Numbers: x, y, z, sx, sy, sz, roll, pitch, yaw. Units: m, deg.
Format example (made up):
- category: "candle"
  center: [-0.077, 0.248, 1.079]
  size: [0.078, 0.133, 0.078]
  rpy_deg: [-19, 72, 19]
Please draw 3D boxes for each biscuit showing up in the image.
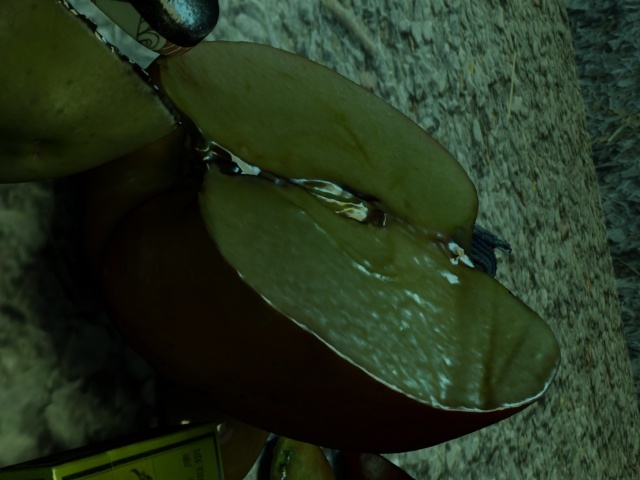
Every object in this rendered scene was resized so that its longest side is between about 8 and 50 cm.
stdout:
- category: "biscuit"
  center: [0.002, 0.280, 1.195]
  size: [0.118, 0.029, 0.247]
  rpy_deg: [-71, 147, -44]

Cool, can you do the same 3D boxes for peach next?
- category: "peach"
  center: [0.120, 0.315, 1.265]
  size: [0.068, 0.279, 0.189]
  rpy_deg: [-47, 150, -8]

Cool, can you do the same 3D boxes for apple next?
- category: "apple"
  center: [0.000, 0.000, 0.940]
  size: [0.365, 0.329, 0.295]
  rpy_deg: [16, 88, -40]

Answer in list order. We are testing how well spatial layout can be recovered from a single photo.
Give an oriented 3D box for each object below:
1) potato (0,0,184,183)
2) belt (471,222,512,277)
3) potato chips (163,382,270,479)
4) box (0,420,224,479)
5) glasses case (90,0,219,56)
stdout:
- category: "potato"
  center: [-0.192, -0.095, 0.745]
  size: [0.117, 0.182, 0.202]
  rpy_deg: [-54, 150, -8]
- category: "belt"
  center: [0.119, 0.010, 1.466]
  size: [0.122, 0.128, 0.218]
  rpy_deg: [-60, 153, 4]
- category: "potato chips"
  center: [-0.072, 0.124, 1.051]
  size: [0.150, 0.049, 0.201]
  rpy_deg: [65, 33, -24]
- category: "box"
  center: [-0.135, 0.207, 0.847]
  size: [0.220, 0.064, 0.140]
  rpy_deg: [-1, 83, -69]
- category: "glasses case"
  center: [-0.167, -0.238, 0.842]
  size: [0.266, 0.067, 0.103]
  rpy_deg: [50, 28, -14]
